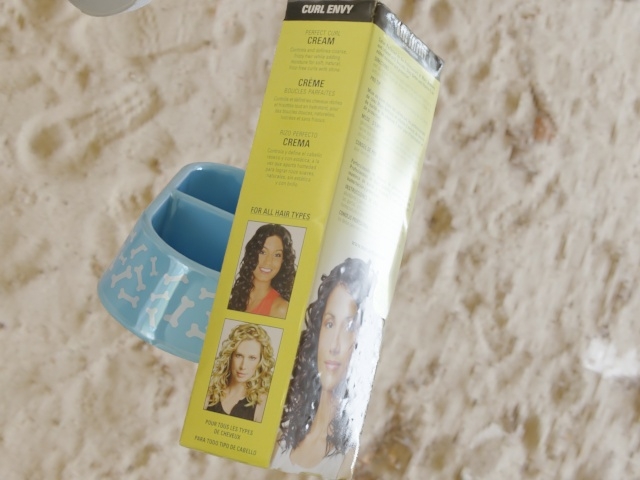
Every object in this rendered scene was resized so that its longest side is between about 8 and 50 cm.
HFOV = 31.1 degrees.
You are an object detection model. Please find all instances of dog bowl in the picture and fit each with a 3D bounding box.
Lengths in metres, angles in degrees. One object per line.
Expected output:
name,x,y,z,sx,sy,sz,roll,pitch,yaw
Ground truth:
dog bowl,-0.087,0.010,1.016,0.297,0.165,0.074,-69,-177,-69

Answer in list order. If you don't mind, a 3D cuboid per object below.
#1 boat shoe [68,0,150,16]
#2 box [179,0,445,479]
boat shoe,-0.227,-0.290,1.153,0.104,0.306,0.113,-16,111,-36
box,0.000,0.000,0.584,0.087,0.058,0.232,25,75,-58
